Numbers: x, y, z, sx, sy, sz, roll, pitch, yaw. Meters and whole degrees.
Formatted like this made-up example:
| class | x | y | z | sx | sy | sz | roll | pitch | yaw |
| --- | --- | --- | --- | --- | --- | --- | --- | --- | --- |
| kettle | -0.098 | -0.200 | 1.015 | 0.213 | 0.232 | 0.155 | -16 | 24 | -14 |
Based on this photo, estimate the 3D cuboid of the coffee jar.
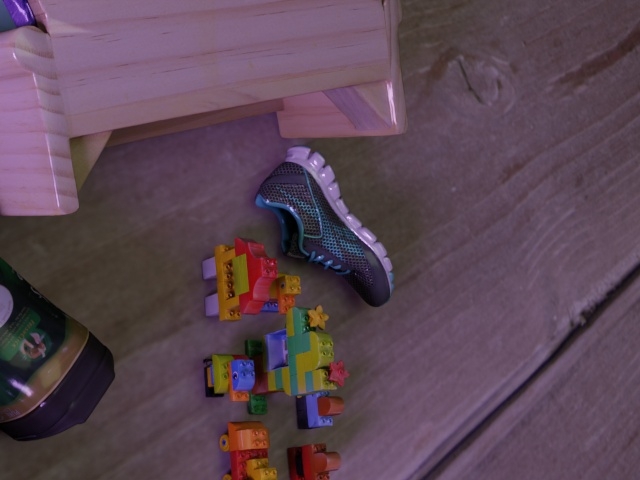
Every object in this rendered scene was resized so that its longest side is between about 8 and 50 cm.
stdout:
| class | x | y | z | sx | sy | sz | roll | pitch | yaw |
| --- | --- | --- | --- | --- | --- | --- | --- | --- | --- |
| coffee jar | -0.223 | 0.052 | 0.639 | 0.184 | 0.096 | 0.079 | 47 | 53 | -21 |

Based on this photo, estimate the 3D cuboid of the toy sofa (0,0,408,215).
| class | x | y | z | sx | sy | sz | roll | pitch | yaw |
| --- | --- | --- | --- | --- | --- | --- | --- | --- | --- |
| toy sofa | -0.104 | -0.138 | 0.750 | 0.362 | 0.150 | 0.177 | -19 | 105 | -44 |

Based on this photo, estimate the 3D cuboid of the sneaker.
| class | x | y | z | sx | sy | sz | roll | pitch | yaw |
| --- | --- | --- | --- | --- | --- | --- | --- | --- | --- |
| sneaker | 0.000 | 0.000 | 0.894 | 0.076 | 0.065 | 0.166 | -40 | 101 | -26 |

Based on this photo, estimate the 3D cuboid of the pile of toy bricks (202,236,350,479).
| class | x | y | z | sx | sy | sz | roll | pitch | yaw |
| --- | --- | --- | --- | --- | --- | --- | --- | --- | --- |
| pile of toy bricks | -0.022 | 0.103 | 0.796 | 0.118 | 0.105 | 0.212 | 6 | 72 | -41 |

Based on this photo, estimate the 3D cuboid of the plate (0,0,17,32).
| class | x | y | z | sx | sy | sz | roll | pitch | yaw |
| --- | --- | --- | --- | --- | --- | --- | --- | --- | --- |
| plate | -0.238 | -0.218 | 0.767 | 0.188 | 0.024 | 0.188 | 15 | 66 | -39 |
